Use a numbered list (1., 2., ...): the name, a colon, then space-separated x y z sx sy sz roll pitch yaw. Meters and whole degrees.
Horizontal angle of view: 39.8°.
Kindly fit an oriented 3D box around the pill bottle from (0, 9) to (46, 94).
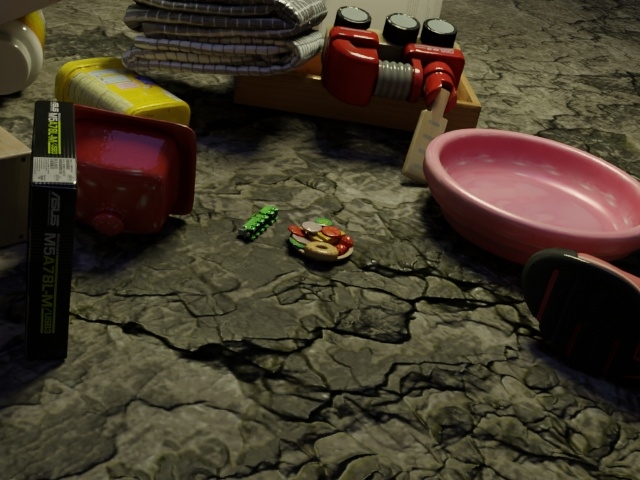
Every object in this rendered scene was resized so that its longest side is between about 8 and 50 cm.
1. pill bottle: -0.481 -0.299 1.341 0.117 0.117 0.215 3 30 -17

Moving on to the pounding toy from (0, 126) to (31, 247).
1. pounding toy: -0.373 -0.083 0.979 0.100 0.130 0.141 -18 40 -43

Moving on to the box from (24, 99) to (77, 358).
1. box: -0.259 -0.015 0.847 0.045 0.184 0.191 0 30 -17

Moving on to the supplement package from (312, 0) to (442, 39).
1. supplement package: 0.068 -0.452 1.682 0.293 0.177 0.175 2 13 -41

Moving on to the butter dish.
1. butter dish: -0.229 -0.058 1.005 0.160 0.160 0.118 11 52 -3

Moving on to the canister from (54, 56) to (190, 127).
1. canister: -0.287 -0.201 1.288 0.170 0.073 0.126 34 34 32

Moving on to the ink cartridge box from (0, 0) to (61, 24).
1. ink cartridge box: -0.560 -0.380 1.240 0.395 0.166 0.285 -22 34 -2

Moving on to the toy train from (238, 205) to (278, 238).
1. toy train: -0.078 -0.023 1.107 0.023 0.017 0.083 12 27 20

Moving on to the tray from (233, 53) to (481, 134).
1. tray: 0.059 -0.272 1.553 0.411 0.076 0.203 9 28 -7

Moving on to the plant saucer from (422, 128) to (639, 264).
1. plant saucer: 0.301 -0.055 1.242 0.332 0.084 0.332 9 29 -5

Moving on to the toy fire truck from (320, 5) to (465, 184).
1. toy fire truck: 0.113 -0.225 1.355 0.217 0.158 0.246 6 39 -9

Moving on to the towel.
1. towel: -0.144 -0.335 1.365 0.283 0.121 0.235 5 20 8

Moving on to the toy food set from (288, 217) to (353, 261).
1. toy food set: 0.000 0.000 1.090 0.082 0.020 0.083 32 35 33

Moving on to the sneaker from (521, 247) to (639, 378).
1. sneaker: 0.371 0.103 0.987 0.314 0.116 0.136 28 21 14
